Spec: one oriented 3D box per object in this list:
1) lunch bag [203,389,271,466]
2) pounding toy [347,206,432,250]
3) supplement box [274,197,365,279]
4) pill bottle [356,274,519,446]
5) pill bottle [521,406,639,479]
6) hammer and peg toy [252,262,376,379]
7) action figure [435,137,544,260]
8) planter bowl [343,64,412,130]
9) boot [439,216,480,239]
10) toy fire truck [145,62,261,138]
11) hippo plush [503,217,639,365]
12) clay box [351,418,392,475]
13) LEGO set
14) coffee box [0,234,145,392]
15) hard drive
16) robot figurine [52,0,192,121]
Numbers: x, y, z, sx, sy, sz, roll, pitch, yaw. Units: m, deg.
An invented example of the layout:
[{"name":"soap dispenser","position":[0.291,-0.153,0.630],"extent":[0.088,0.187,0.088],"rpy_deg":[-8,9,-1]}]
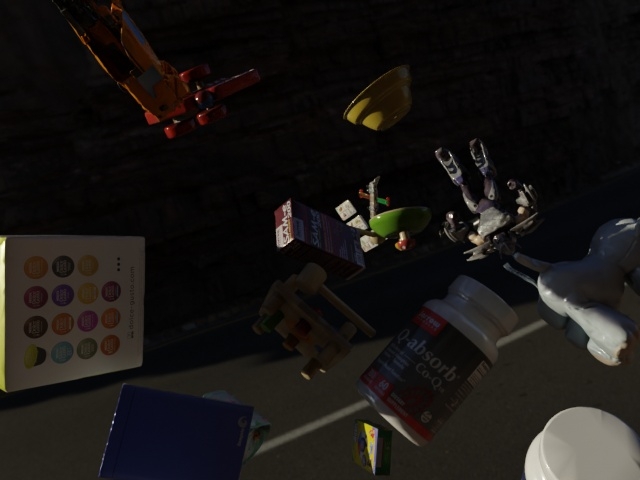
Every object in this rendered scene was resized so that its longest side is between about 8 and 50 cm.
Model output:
[{"name":"lunch bag","position":[-0.312,0.598,1.698],"extent":[0.223,0.160,0.262],"rpy_deg":[23,42,30]},{"name":"pounding toy","position":[0.219,-0.014,1.604],"extent":[0.237,0.110,0.183],"rpy_deg":[-18,-15,36]},{"name":"supplement box","position":[0.000,0.000,1.391],"extent":[0.239,0.130,0.073],"rpy_deg":[22,-45,-35]},{"name":"pill bottle","position":[0.271,0.268,1.265],"extent":[0.363,0.210,0.210],"rpy_deg":[-48,14,-6]},{"name":"pill bottle","position":[0.368,0.354,0.782],"extent":[0.153,0.264,0.153],"rpy_deg":[-7,46,7]},{"name":"hammer and peg toy","position":[-0.031,0.216,1.387],"extent":[0.127,0.266,0.361],"rpy_deg":[-46,-6,-28]},{"name":"action figure","position":[0.330,-0.078,1.109],"extent":[0.185,0.099,0.285],"rpy_deg":[-24,51,15]},{"name":"planter bowl","position":[0.173,-0.355,1.446],"extent":[0.217,0.090,0.217],"rpy_deg":[-35,-5,-3]},{"name":"boot","position":[0.386,-0.039,1.493],"extent":[0.099,0.045,0.121],"rpy_deg":[7,-27,-11]},{"name":"toy fire truck","position":[-0.351,-0.423,1.607],"extent":[0.254,0.169,0.302],"rpy_deg":[0,28,47]},{"name":"hippo plush","position":[0.554,0.074,1.083],"extent":[0.236,0.294,0.234],"rpy_deg":[-44,-15,-2]},{"name":"clay box","position":[0.146,0.612,1.640],"extent":[0.053,0.127,0.222],"rpy_deg":[9,-12,-16]},{"name":"LEGO set","position":[0.176,-0.086,1.773],"extent":[0.060,0.182,0.244],"rpy_deg":[-35,0,-38]},{"name":"coffee box","position":[-0.681,0.154,1.379],"extent":[0.338,0.337,0.334],"rpy_deg":[2,1,41]},{"name":"hard drive","position":[-0.338,0.478,1.314],"extent":[0.319,0.210,0.040],"rpy_deg":[14,-12,-13]},{"name":"robot figurine","position":[-0.304,-0.312,0.762],"extent":[0.085,0.291,0.211],"rpy_deg":[-37,37,-3]}]
